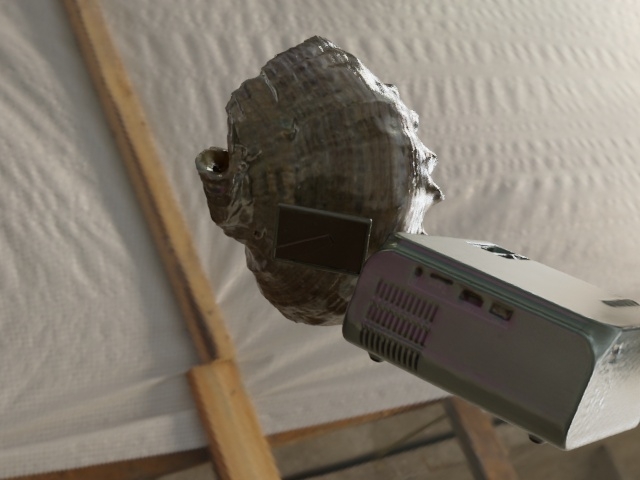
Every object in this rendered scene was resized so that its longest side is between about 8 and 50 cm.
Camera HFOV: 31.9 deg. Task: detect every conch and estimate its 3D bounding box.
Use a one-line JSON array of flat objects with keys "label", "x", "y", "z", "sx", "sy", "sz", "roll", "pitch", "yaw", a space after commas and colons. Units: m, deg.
[{"label": "conch", "x": 0.023, "y": -0.056, "z": 1.179, "sx": 0.210, "sy": 0.352, "sz": 0.297, "roll": 14, "pitch": -97, "yaw": 16}]

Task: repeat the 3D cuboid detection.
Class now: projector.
[{"label": "projector", "x": 0.161, "y": 0.078, "z": 0.915, "sx": 0.198, "sy": 0.108, "sz": 0.250, "roll": 25, "pitch": -170, "yaw": 28}]

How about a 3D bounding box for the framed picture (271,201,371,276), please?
[{"label": "framed picture", "x": 0.000, "y": 0.000, "z": 1.029, "sx": 0.089, "sy": 0.066, "sz": 0.006, "roll": 10, "pitch": -143, "yaw": 5}]
